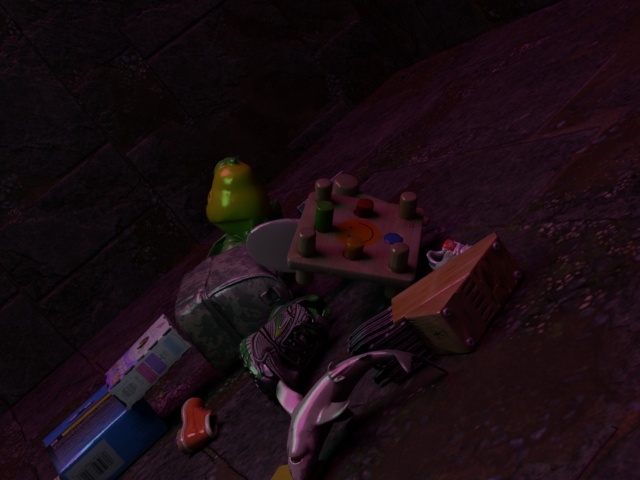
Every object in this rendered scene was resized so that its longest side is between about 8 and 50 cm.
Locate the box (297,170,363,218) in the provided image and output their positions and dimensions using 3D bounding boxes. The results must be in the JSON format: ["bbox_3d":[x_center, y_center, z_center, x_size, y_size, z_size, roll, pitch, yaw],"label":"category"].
[{"bbox_3d":[0.036,-0.066,2.054,0.153,0.108,0.207,-40,-12,-5],"label":"box"}]

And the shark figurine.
[{"bbox_3d":[0.047,0.245,1.259,0.278,0.116,0.166,-42,42,2],"label":"shark figurine"}]

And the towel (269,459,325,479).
[{"bbox_3d":[-0.076,0.420,1.177,0.102,0.021,0.237,-19,22,38],"label":"towel"}]

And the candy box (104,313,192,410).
[{"bbox_3d":[-0.393,0.271,1.820,0.196,0.070,0.165,-46,16,-8],"label":"candy box"}]

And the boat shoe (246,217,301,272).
[{"bbox_3d":[0.000,0.000,1.866,0.340,0.127,0.158,1,9,-3],"label":"boat shoe"}]

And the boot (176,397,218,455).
[{"bbox_3d":[-0.244,0.370,1.658,0.084,0.059,0.158,-32,24,11],"label":"boot"}]

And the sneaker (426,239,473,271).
[{"bbox_3d":[0.258,0.031,1.449,0.161,0.075,0.057,-20,23,50],"label":"sneaker"}]

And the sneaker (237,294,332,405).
[{"bbox_3d":[-0.061,0.196,1.590,0.146,0.134,0.343,-32,15,18],"label":"sneaker"}]

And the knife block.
[{"bbox_3d":[0.178,0.119,1.347,0.276,0.088,0.242,-47,18,-30],"label":"knife block"}]

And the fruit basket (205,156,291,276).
[{"bbox_3d":[-0.230,-0.027,2.213,0.283,0.392,0.392,-34,15,15],"label":"fruit basket"}]

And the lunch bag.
[{"bbox_3d":[-0.186,0.134,1.915,0.256,0.212,0.305,-36,15,9],"label":"lunch bag"}]

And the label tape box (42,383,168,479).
[{"bbox_3d":[-0.518,0.464,1.909,0.240,0.106,0.333,-42,15,-19],"label":"label tape box"}]

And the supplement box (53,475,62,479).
[{"bbox_3d":[-0.613,0.595,1.824,0.098,0.062,0.036,-42,14,-14],"label":"supplement box"}]

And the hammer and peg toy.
[{"bbox_3d":[0.094,-0.039,1.678,0.266,0.127,0.361,10,37,7],"label":"hammer and peg toy"}]
